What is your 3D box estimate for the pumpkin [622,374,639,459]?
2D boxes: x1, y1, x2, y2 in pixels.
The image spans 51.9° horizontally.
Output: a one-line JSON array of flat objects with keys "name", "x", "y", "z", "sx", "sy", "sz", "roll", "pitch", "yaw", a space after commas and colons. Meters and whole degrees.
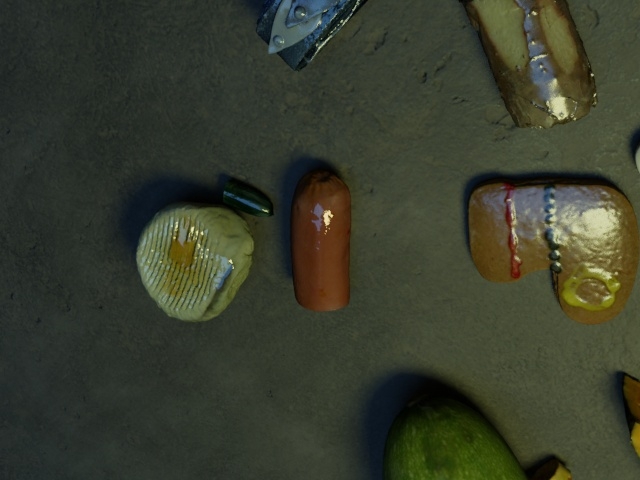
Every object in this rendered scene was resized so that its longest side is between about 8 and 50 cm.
[{"name": "pumpkin", "x": 0.654, "y": 0.359, "z": 1.130, "sx": 0.190, "sy": 0.139, "sz": 0.281, "roll": -19, "pitch": 111, "yaw": 29}]

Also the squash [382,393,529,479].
[{"name": "squash", "x": 0.258, "y": 0.440, "z": 1.226, "sx": 0.310, "sy": 0.310, "sz": 0.309, "roll": -8, "pitch": 105, "yaw": 21}]

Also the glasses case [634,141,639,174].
[{"name": "glasses case", "x": 0.571, "y": -0.141, "z": 0.964, "sx": 0.204, "sy": 0.051, "sz": 0.081, "roll": -15, "pitch": 108, "yaw": 24}]

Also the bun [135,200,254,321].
[{"name": "bun", "x": -0.228, "y": 0.039, "z": 1.260, "sx": 0.243, "sy": 0.153, "sz": 0.244, "roll": 5, "pitch": 101, "yaw": 27}]

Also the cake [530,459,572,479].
[{"name": "cake", "x": 0.450, "y": 0.470, "z": 1.284, "sx": 0.044, "sy": 0.084, "sz": 0.084, "roll": 46, "pitch": 120, "yaw": 2}]

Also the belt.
[{"name": "belt", "x": -0.007, "y": -0.377, "z": 1.001, "sx": 0.128, "sy": 0.122, "sz": 0.218, "roll": 43, "pitch": 113, "yaw": -3}]

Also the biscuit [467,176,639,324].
[{"name": "biscuit", "x": 0.383, "y": 0.022, "z": 1.105, "sx": 0.277, "sy": 0.052, "sz": 0.262, "roll": 4, "pitch": 116, "yaw": 16}]

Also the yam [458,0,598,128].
[{"name": "yam", "x": 0.306, "y": -0.274, "z": 0.950, "sx": 0.128, "sy": 0.129, "sz": 0.238, "roll": -30, "pitch": 106, "yaw": -8}]

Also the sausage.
[{"name": "sausage", "x": 0.000, "y": 0.000, "z": 1.190, "sx": 0.113, "sy": 0.113, "sz": 0.259, "roll": 7, "pitch": 117, "yaw": 15}]

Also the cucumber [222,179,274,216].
[{"name": "cucumber", "x": -0.133, "y": -0.075, "z": 1.230, "sx": 0.105, "sy": 0.048, "sz": 0.048, "roll": 23, "pitch": 120, "yaw": 6}]
